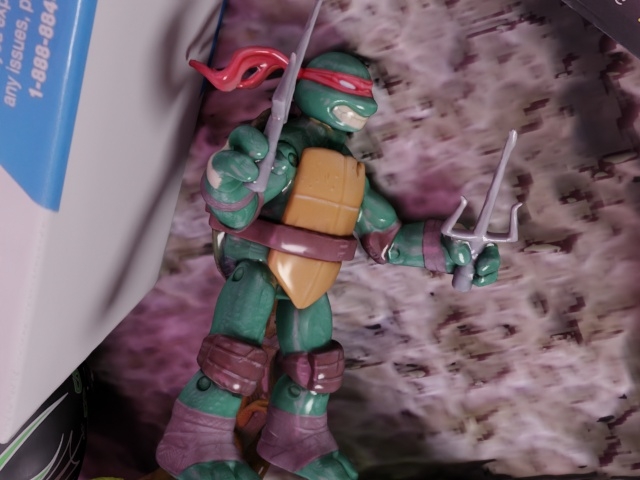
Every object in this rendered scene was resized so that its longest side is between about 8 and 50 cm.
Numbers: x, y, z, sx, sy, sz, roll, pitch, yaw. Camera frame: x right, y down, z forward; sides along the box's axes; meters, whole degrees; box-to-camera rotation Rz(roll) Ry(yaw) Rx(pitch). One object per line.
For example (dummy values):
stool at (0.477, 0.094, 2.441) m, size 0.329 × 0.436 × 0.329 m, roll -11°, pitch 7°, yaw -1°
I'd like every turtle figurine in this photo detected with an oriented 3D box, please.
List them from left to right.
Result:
turtle figurine at (0.000, 0.000, 0.628) m, size 0.118 × 0.175 × 0.234 m, roll 28°, pitch 105°, yaw 55°

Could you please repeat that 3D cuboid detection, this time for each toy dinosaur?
toy dinosaur at (-0.058, 0.117, 0.757) m, size 0.112 × 0.064 × 0.211 m, roll 50°, pitch 118°, yaw 17°

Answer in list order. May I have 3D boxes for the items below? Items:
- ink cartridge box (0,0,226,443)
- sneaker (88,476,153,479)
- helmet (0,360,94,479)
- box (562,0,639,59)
ink cartridge box at (-0.257, -0.129, 0.636) m, size 0.394 × 0.166 × 0.286 m, roll 25°, pitch 124°, yaw 9°
sneaker at (-0.081, 0.253, 0.764) m, size 0.109 × 0.123 × 0.296 m, roll 3°, pitch 138°, yaw 31°
helmet at (-0.214, 0.108, 0.731) m, size 0.169 × 0.162 × 0.169 m, roll 4°, pitch 127°, yaw 5°
box at (0.169, -0.216, 0.463) m, size 0.242 × 0.076 × 0.307 m, roll 37°, pitch 124°, yaw 1°
